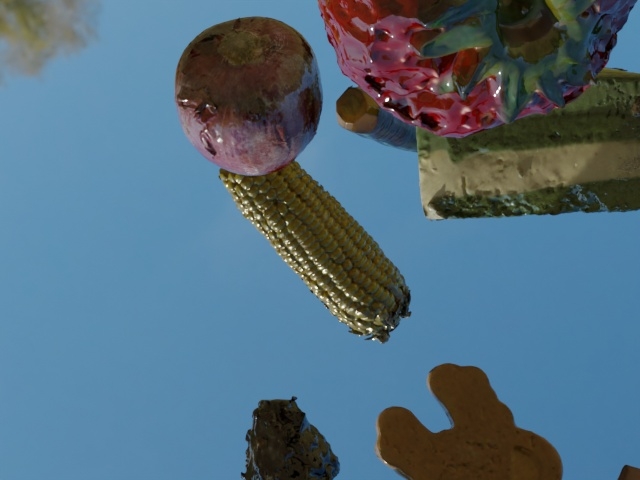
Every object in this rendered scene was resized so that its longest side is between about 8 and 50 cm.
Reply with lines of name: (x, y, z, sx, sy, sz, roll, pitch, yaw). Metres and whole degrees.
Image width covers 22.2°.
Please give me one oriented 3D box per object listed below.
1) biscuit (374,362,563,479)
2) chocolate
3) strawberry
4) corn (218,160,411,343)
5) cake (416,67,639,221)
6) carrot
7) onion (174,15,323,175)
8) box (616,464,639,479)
biscuit: (0.167, 0.236, 1.631, 0.144, 0.236, 0.040, -40, 177, -7)
chocolate: (-0.061, 0.291, 2.340, 0.156, 0.133, 0.156, -18, -173, 2)
strawberry: (0.110, -0.220, 1.242, 0.257, 0.257, 0.277, -22, -138, -2)
corn: (0.000, 0.001, 2.062, 0.115, 0.318, 0.115, -37, -160, 16)
cake: (0.221, -0.096, 1.691, 0.172, 0.158, 0.283, -10, -170, -26)
carrot: (0.093, -0.162, 2.229, 0.070, 0.070, 0.260, -8, 171, 25)
onion: (-0.068, -0.132, 1.662, 0.159, 0.195, 0.159, -4, -126, 5)
box: (0.330, 0.281, 1.343, 0.215, 0.215, 0.086, 15, -115, 12)
